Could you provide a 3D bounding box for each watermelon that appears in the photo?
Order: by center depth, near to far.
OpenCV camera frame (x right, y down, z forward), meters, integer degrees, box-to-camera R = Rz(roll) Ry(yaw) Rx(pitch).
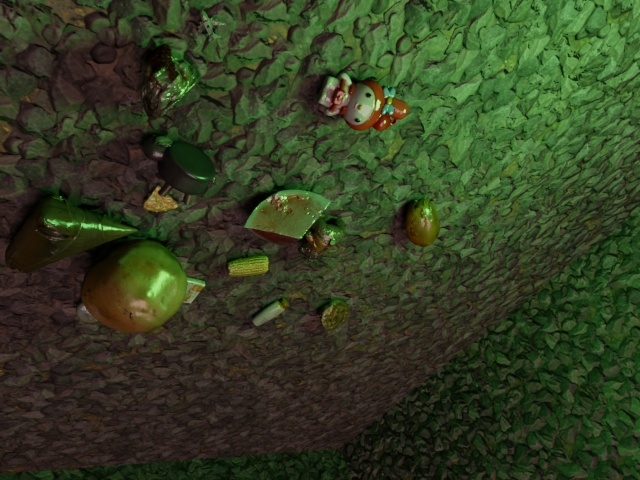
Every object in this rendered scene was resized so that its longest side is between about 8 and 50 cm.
[{"bbox_3d":[-0.131,-0.073,1.652,0.260,0.176,0.256,21,117,-14],"label":"watermelon"}]

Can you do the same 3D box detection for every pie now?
[{"bbox_3d":[0.067,0.366,2.290,0.163,0.079,0.193,-28,138,-4],"label":"pie"}]

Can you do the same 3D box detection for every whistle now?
[{"bbox_3d":[-0.814,0.235,1.726,0.198,0.057,0.104,-28,125,-8],"label":"whistle"}]

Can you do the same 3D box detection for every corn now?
[{"bbox_3d":[-0.290,0.104,1.834,0.165,0.063,0.085,-6,146,-19],"label":"corn"}]

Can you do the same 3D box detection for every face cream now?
[{"bbox_3d":[-0.230,0.330,2.118,0.182,0.051,0.072,-34,135,9],"label":"face cream"}]

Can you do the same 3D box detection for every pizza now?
[{"bbox_3d":[-0.514,-0.138,1.487,0.123,0.026,0.108,-4,133,-20],"label":"pizza"}]

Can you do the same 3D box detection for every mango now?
[{"bbox_3d":[0.437,-0.077,1.961,0.156,0.151,0.249,-45,140,-26],"label":"mango"}]

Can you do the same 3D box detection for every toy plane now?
[{"bbox_3d":[-0.282,-0.541,1.161,0.080,0.033,0.083,-15,141,11],"label":"toy plane"}]

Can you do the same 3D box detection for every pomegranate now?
[{"bbox_3d":[-0.614,0.162,1.542,0.332,0.332,0.332,-14,139,-13],"label":"pomegranate"}]

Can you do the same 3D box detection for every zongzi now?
[{"bbox_3d":[-0.775,0.012,1.438,0.274,0.145,0.300,-41,144,24],"label":"zongzi"}]

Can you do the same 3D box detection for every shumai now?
[{"bbox_3d":[-0.413,-0.407,1.172,0.184,0.184,0.142,-34,116,11],"label":"shumai"}]

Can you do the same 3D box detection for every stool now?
[{"bbox_3d":[-0.426,-0.216,1.374,0.228,0.153,0.139,43,117,-3],"label":"stool"}]

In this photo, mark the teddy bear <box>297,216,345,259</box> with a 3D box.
[{"bbox_3d":[0.000,0.000,1.822,0.177,0.140,0.190,9,138,-37],"label":"teddy bear"}]

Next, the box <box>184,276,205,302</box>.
[{"bbox_3d":[-0.577,0.181,1.797,0.220,0.032,0.122,21,121,-40],"label":"box"}]

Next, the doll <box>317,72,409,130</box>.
[{"bbox_3d":[0.136,-0.420,1.428,0.290,0.130,0.161,15,114,-20],"label":"doll"}]
